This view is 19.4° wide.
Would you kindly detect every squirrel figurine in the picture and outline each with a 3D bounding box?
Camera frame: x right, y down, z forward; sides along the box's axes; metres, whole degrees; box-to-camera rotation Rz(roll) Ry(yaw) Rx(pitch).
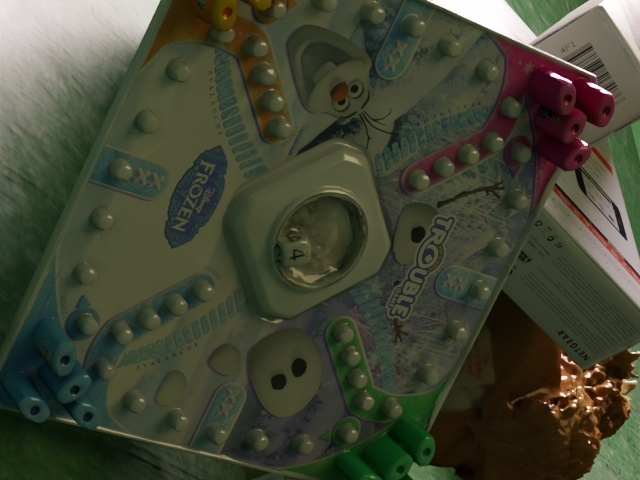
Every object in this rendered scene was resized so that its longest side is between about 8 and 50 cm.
[{"bbox_3d":[0.137,0.093,1.936,0.397,0.281,0.370,45,8,-11],"label":"squirrel figurine"}]

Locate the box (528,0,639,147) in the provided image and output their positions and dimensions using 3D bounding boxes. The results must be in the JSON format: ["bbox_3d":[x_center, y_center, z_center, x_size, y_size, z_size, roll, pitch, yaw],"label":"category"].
[{"bbox_3d":[0.275,-0.174,1.774,0.113,0.094,0.275,57,22,-4],"label":"box"}]

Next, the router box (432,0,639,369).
[{"bbox_3d":[0.159,-0.093,1.665,0.335,0.082,0.301,43,28,-36],"label":"router box"}]

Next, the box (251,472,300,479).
[{"bbox_3d":[0.033,0.277,1.730,0.203,0.103,0.114,34,41,-58],"label":"box"}]

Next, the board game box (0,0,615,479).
[{"bbox_3d":[0.000,0.000,1.401,0.390,0.390,0.050,19,12,-35],"label":"board game box"}]
